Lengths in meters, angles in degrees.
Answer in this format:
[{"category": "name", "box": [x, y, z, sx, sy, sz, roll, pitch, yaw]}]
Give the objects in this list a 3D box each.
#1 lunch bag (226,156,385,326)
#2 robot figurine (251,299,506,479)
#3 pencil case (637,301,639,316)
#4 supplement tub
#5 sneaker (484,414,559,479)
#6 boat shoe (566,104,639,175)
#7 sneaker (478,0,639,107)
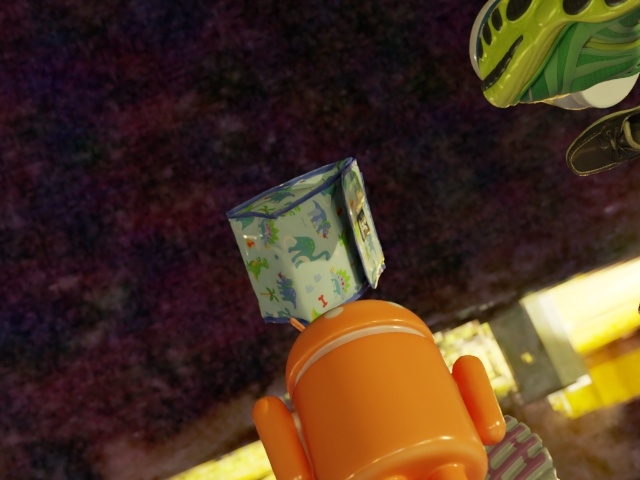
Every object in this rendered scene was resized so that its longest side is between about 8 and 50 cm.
[{"category": "lunch bag", "box": [0.000, 0.000, 1.171, 0.096, 0.129, 0.151, 2, -155, 45]}, {"category": "robot figurine", "box": [0.045, 0.136, 0.874, 0.158, 0.219, 0.128, -35, 137, 15]}, {"category": "pencil case", "box": [0.430, 0.091, 1.162, 0.098, 0.209, 0.095, -46, 150, -14]}, {"category": "supplement tub", "box": [0.311, -0.255, 1.536, 0.144, 0.144, 0.199, -15, -156, -30]}, {"category": "sneaker", "box": [0.216, 0.284, 1.187, 0.095, 0.236, 0.104, -32, 158, -25]}, {"category": "boat shoe", "box": [0.333, -0.116, 1.249, 0.152, 0.056, 0.049, -31, -177, 22]}, {"category": "sneaker", "box": [0.244, -0.206, 0.997, 0.123, 0.109, 0.295, -2, 165, -22]}]
